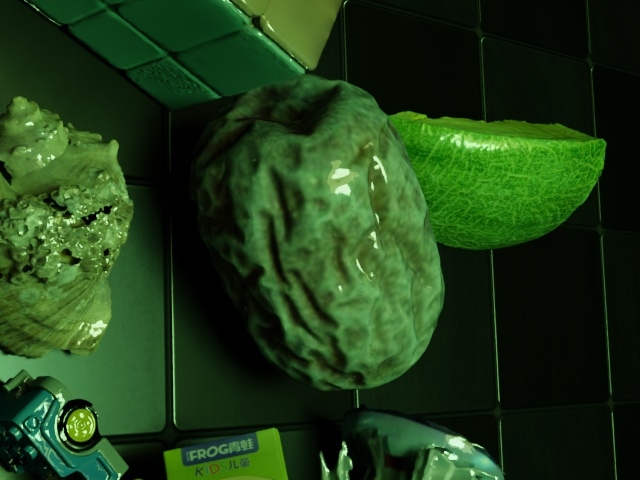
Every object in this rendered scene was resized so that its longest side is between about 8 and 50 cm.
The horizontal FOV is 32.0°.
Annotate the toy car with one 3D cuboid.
[{"bbox_3d":[-0.225,0.206,0.960,0.100,0.097,0.191,-49,115,-35],"label":"toy car"}]

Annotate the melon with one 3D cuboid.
[{"bbox_3d":[0.177,-0.079,1.352,0.323,0.196,0.124,4,46,-34],"label":"melon"}]

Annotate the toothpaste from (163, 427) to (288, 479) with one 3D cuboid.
[{"bbox_3d":[-0.059,0.321,0.950,0.077,0.110,0.327,82,-5,-51],"label":"toothpaste"}]

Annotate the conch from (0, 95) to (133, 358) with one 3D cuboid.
[{"bbox_3d":[-0.248,-0.001,0.969,0.178,0.163,0.245,-13,113,-10],"label":"conch"}]

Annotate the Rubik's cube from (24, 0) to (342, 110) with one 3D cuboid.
[{"bbox_3d":[-0.114,-0.283,1.045,0.224,0.231,0.221,37,62,-34],"label":"Rubik's cube"}]

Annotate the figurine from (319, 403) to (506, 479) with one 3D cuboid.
[{"bbox_3d":[0.040,0.363,1.084,0.388,0.276,0.248,-63,156,-24],"label":"figurine"}]

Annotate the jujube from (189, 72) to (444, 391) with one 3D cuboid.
[{"bbox_3d":[0.000,0.000,1.108,0.226,0.226,0.317,-42,125,-37],"label":"jujube"}]
